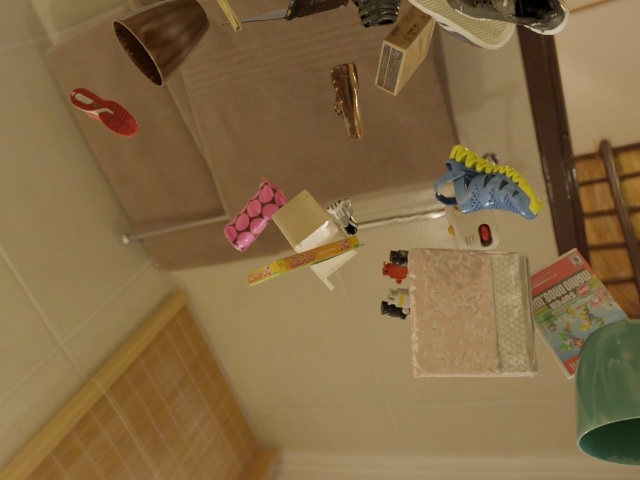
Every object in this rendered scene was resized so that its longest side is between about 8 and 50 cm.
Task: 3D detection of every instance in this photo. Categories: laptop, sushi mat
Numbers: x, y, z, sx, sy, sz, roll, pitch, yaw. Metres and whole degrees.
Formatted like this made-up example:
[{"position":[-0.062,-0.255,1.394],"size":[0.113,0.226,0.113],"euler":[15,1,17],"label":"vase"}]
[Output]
[{"position":[-0.070,-0.859,1.832],"size":[0.382,0.236,0.408],"euler":[-41,165,-47],"label":"laptop"},{"position":[-0.282,-0.651,1.338],"size":[0.019,0.317,0.151],"euler":[-32,-161,1],"label":"sushi mat"}]

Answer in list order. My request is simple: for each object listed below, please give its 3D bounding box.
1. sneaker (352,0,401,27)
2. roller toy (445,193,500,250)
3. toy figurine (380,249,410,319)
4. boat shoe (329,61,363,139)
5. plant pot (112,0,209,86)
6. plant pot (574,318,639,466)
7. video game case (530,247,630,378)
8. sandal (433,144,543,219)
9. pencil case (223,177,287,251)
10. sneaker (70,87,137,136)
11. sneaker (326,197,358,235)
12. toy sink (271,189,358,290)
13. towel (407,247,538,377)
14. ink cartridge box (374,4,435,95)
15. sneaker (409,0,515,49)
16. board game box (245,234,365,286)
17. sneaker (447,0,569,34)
[{"position":[0.107,-0.686,1.570],"size":[0.295,0.147,0.104],"euler":[2,-176,-24],"label":"sneaker"},{"position":[0.488,-0.050,1.824],"size":[0.146,0.191,0.209],"euler":[-17,162,8],"label":"roller toy"},{"position":[0.282,0.142,1.794],"size":[0.148,0.209,0.213],"euler":[6,-113,-2],"label":"toy figurine"},{"position":[0.067,-0.354,1.436],"size":[0.073,0.207,0.073],"euler":[-9,167,15],"label":"boat shoe"},{"position":[-0.448,-0.611,1.645],"size":[0.230,0.215,0.215],"euler":[-43,-151,-16],"label":"plant pot"},{"position":[0.676,0.310,1.173],"size":[0.292,0.293,0.235],"euler":[-11,-132,23],"label":"plant pot"},{"position":[0.655,0.185,1.452],"size":[0.204,0.025,0.285],"euler":[-33,-122,13],"label":"video game case"},{"position":[0.369,-0.108,1.273],"size":[0.138,0.126,0.317],"euler":[-46,-150,1],"label":"sandal"},{"position":[-0.188,-0.072,1.577],"size":[0.209,0.098,0.095],"euler":[-48,177,5],"label":"pencil case"},{"position":[-0.666,-0.399,1.764],"size":[0.087,0.221,0.128],"euler":[-54,-173,-2],"label":"sneaker"},{"position":[0.092,-0.079,2.043],"size":[0.086,0.132,0.228],"euler":[-32,179,16],"label":"sneaker"},{"position":[0.000,0.000,1.519],"size":[0.131,0.234,0.153],"euler":[-38,-135,0],"label":"toy sink"},{"position":[0.386,0.183,1.434],"size":[0.316,0.332,0.053],"euler":[0,164,3],"label":"towel"},{"position":[0.274,-0.615,1.789],"size":[0.088,0.193,0.235],"euler":[29,-118,12],"label":"ink cartridge box"},{"position":[0.289,-0.569,1.317],"size":[0.131,0.350,0.148],"euler":[-51,-171,11],"label":"sneaker"},{"position":[-0.027,0.041,1.231],"size":[0.259,0.039,0.124],"euler":[-14,173,-40],"label":"board game box"},{"position":[0.342,-0.447,1.036],"size":[0.234,0.078,0.106],"euler":[24,-163,19],"label":"sneaker"}]
